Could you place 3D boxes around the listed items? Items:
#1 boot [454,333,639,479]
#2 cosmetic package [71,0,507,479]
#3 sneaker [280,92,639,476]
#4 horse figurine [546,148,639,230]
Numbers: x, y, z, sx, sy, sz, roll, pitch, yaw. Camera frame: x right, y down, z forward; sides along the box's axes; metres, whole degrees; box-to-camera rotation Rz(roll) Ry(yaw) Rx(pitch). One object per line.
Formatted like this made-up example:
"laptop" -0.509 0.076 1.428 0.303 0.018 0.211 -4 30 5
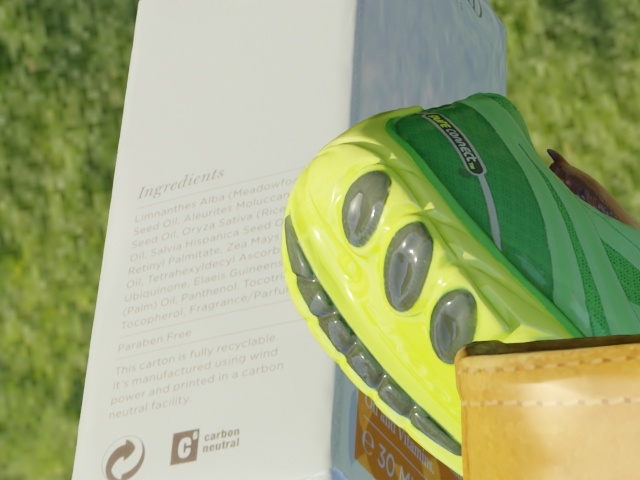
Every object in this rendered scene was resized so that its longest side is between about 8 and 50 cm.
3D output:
"boot" 0.160 0.098 0.278 0.295 0.211 0.104 -2 -178 20
"cosmetic package" 0.000 0.000 1.159 0.161 0.453 0.230 -13 143 24
"sneaker" 0.117 0.066 0.640 0.123 0.295 0.109 -38 179 -36
"horse figurine" 0.231 0.071 1.234 0.066 0.263 0.174 -26 140 0
